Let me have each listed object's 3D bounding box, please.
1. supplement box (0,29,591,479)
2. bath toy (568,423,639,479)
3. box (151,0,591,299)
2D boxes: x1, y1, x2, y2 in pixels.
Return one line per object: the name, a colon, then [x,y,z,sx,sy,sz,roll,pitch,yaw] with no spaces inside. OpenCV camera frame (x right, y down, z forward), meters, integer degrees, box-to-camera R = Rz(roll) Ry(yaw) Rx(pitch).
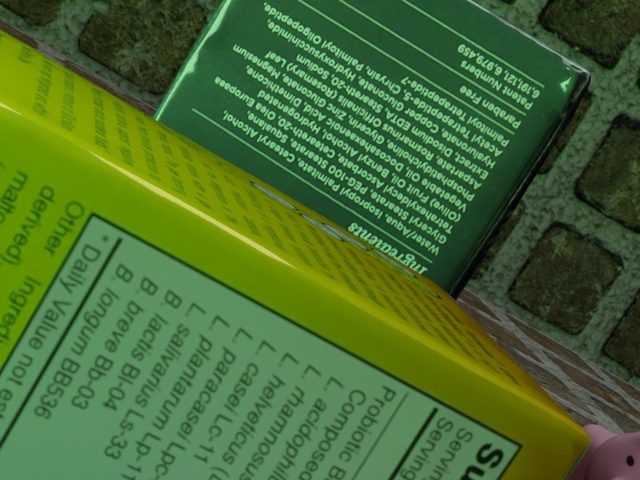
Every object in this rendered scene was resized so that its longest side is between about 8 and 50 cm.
supplement box: [-0.121,0.040,0.493,0.356,0.194,0.195,30,7,-16]
bath toy: [0.256,0.204,1.060,0.348,0.151,0.129,12,34,-9]
box: [0.000,0.000,0.815,0.179,0.313,0.343,32,6,7]
